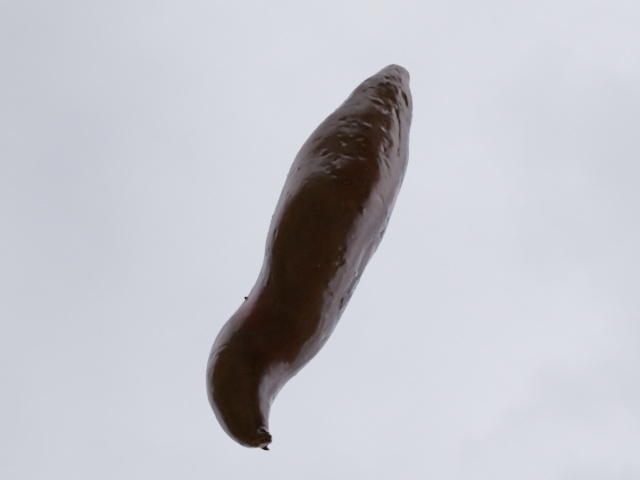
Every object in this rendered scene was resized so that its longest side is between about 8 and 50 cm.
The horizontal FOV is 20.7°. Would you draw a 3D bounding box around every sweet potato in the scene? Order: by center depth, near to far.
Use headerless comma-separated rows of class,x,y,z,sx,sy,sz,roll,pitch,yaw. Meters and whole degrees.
sweet potato,-0.002,0.000,0.792,0.055,0.058,0.202,12,-114,37
